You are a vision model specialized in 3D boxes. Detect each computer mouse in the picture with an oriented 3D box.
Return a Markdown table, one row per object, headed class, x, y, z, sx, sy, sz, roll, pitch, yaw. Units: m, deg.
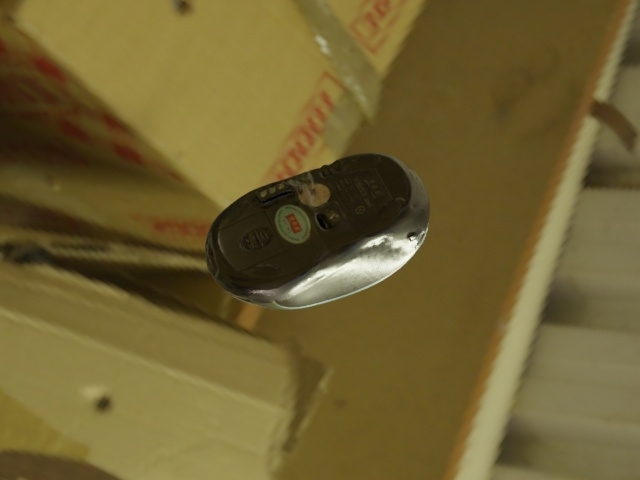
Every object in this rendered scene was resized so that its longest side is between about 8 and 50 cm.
| class | x | y | z | sx | sy | sz | roll | pitch | yaw |
| --- | --- | --- | --- | --- | --- | --- | --- | --- | --- |
| computer mouse | 0.000 | 0.000 | 1.799 | 0.233 | 0.096 | 0.137 | -20 | -126 | -4 |
